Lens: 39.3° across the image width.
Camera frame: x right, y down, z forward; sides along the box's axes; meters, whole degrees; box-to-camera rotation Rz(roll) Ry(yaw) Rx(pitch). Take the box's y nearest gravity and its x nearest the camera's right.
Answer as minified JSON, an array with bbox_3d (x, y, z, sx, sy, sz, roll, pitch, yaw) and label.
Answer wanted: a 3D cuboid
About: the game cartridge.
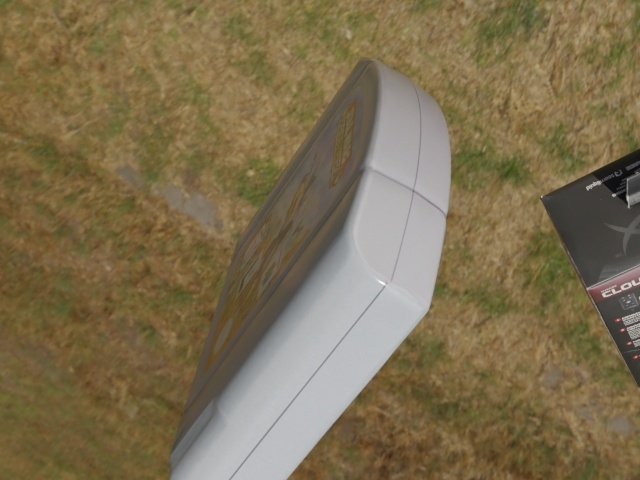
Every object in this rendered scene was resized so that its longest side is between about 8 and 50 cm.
[{"bbox_3d":[0.000,0.000,0.533,0.062,0.297,0.198,27,116,-10],"label":"game cartridge"}]

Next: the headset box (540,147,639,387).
[{"bbox_3d":[0.349,0.004,0.833,0.218,0.110,0.293,-28,143,14],"label":"headset box"}]
